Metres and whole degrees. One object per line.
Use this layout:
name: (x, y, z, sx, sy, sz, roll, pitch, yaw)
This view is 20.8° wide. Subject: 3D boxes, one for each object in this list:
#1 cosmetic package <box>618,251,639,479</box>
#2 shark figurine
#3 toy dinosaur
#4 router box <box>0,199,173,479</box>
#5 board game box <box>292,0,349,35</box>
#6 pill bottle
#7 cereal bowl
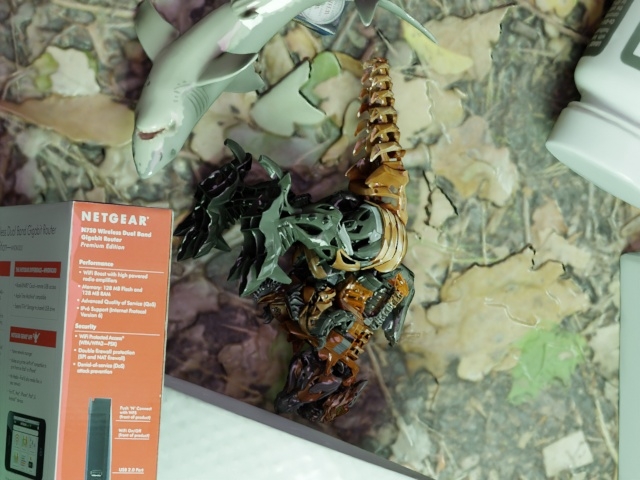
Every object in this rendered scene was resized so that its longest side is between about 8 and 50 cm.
cosmetic package: (0.425, 0.237, 1.697, 0.230, 0.161, 0.453, -3, 96, -15)
shark figurine: (-0.051, -0.169, 1.546, 0.278, 0.166, 0.116, -29, 144, 9)
toy dinosaur: (0.000, 0.000, 1.586, 0.218, 0.164, 0.322, 13, 74, -31)
router box: (-0.226, 0.123, 1.393, 0.082, 0.335, 0.301, 5, 88, -27)
board game box: (-0.014, -0.329, 1.573, 0.165, 0.042, 0.243, 24, 90, -16)
pill bottle: (0.339, -0.176, 1.626, 0.161, 0.161, 0.283, 32, 88, -16)
cereal bowl: (-0.050, 0.220, 1.470, 0.339, 0.339, 0.141, 21, 85, -16)
